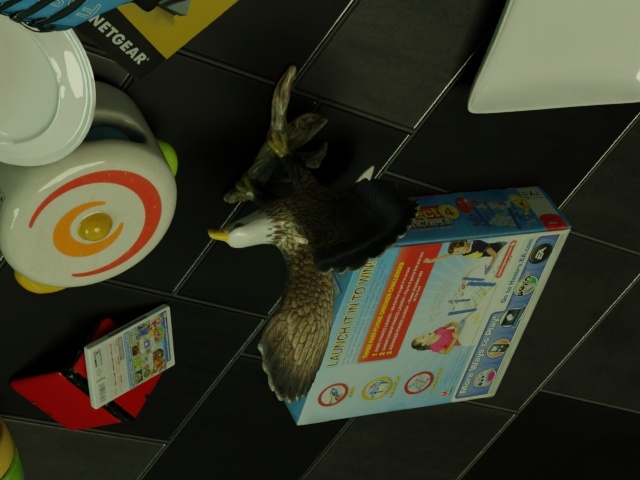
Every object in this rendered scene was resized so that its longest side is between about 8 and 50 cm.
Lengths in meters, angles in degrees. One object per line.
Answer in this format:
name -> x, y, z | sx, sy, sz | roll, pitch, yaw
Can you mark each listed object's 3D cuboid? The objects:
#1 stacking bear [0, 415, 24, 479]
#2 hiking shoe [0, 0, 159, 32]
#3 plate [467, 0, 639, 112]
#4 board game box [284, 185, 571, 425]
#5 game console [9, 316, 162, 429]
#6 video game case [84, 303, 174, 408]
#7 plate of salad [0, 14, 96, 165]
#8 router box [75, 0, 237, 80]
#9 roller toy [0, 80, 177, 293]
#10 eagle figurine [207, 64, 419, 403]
stacking bear -> -0.424, 0.245, 2.049 | 0.164, 0.175, 0.289 | -14, 131, -16
hiking shoe -> -0.262, -0.223, 1.557 | 0.304, 0.113, 0.132 | -12, 138, -18
plate -> 0.313, -0.271, 2.054 | 0.278, 0.045, 0.277 | -6, 134, -27
board game box -> 0.123, 0.082, 2.271 | 0.301, 0.086, 0.308 | -5, 134, -28
game console -> -0.277, 0.160, 2.157 | 0.124, 0.085, 0.144 | -60, 143, -14
video game case -> -0.223, 0.136, 2.121 | 0.122, 0.011, 0.087 | -29, 131, -35
plate of salad -> -0.297, -0.163, 1.708 | 0.048, 0.199, 0.200 | -53, 167, -51
router box -> -0.174, -0.317, 1.666 | 0.243, 0.081, 0.309 | -38, 140, 10
roller toy -> -0.252, -0.052, 1.843 | 0.209, 0.146, 0.191 | -32, 141, 1
eagle figurine -> -0.010, 0.004, 1.936 | 0.225, 0.298, 0.226 | -28, 141, -5
